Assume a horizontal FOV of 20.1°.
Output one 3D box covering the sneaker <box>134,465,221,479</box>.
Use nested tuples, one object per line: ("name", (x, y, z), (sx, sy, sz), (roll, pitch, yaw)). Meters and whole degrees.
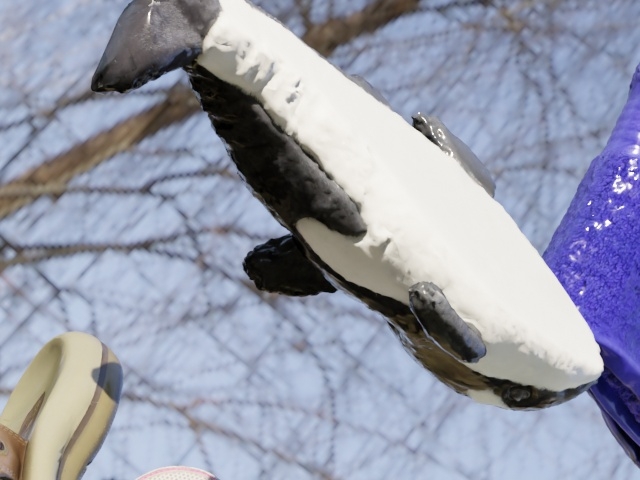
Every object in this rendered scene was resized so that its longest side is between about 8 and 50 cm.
("sneaker", (-0.068, 0.163, 0.788), (0.103, 0.252, 0.111), (12, -66, -2))

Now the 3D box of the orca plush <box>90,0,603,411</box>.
("orca plush", (0.000, 0.000, 0.789), (0.102, 0.151, 0.287), (-35, -44, 24))

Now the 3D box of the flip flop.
("flip flop", (-0.142, 0.106, 0.698), (0.080, 0.277, 0.112), (39, -67, -13))

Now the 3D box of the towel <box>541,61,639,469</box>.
("towel", (0.235, -0.026, 1.003), (0.076, 0.308, 0.227), (14, -20, 39))
